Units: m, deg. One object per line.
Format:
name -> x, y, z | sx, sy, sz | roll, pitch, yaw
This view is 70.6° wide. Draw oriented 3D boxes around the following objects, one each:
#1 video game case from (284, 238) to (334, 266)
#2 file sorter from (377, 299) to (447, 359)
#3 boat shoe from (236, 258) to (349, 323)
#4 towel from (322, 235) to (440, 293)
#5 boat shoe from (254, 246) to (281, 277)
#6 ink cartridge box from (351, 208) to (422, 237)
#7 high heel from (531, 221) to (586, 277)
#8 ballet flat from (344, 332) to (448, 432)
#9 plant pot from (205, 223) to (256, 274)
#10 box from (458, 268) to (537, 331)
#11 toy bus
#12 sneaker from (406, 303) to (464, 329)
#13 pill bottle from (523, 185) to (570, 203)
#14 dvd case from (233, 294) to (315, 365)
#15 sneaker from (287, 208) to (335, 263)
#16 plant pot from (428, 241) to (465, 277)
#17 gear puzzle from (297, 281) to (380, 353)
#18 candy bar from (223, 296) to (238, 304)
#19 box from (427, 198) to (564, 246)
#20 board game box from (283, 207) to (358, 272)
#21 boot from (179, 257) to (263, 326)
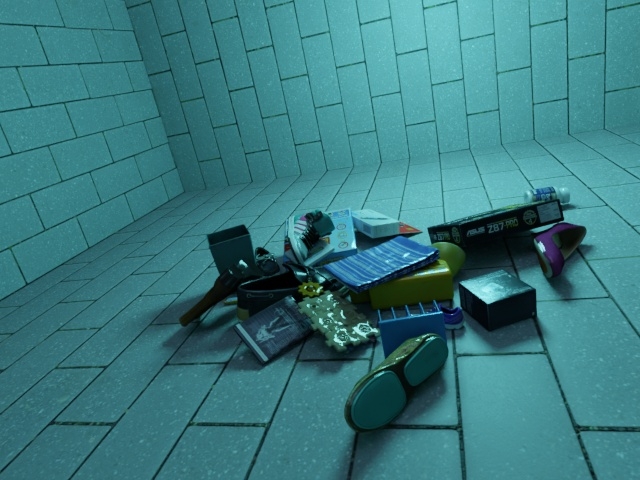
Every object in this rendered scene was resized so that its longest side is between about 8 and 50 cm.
video game case -> -0.045, 0.045, 1.821 | 0.157, 0.019, 0.143 | -33, 41, -22
file sorter -> 0.248, 0.243, 1.244 | 0.170, 0.118, 0.104 | -10, 16, 5
boat shoe -> -0.070, 0.152, 1.613 | 0.499, 0.156, 0.186 | -19, 19, -21
towel -> 0.203, 0.067, 1.525 | 0.335, 0.040, 0.243 | -20, 22, -21
boat shoe -> -0.236, 0.091, 1.973 | 0.095, 0.079, 0.254 | -16, 21, -12
ink cartridge box -> 0.288, -0.089, 2.105 | 0.260, 0.066, 0.296 | -8, 18, -20
high heel -> 0.808, 0.015, 1.494 | 0.181, 0.127, 0.377 | -15, 14, 23
ballet flat -> 0.168, 0.334, 1.077 | 0.348, 0.123, 0.123 | -28, 25, -34
plant pot -> -0.346, 0.082, 1.836 | 0.165, 0.235, 0.165 | -17, 20, -13
box -> 0.513, 0.169, 1.319 | 0.155, 0.093, 0.158 | -16, 22, -9
toy bus -> 0.258, 0.150, 1.497 | 0.332, 0.108, 0.130 | -9, 22, 7
sneaker -> 0.332, 0.218, 1.324 | 0.169, 0.071, 0.068 | -7, 21, 14
pill bottle -> 0.992, -0.186, 1.984 | 0.169, 0.094, 0.094 | -9, 20, 10
dvd case -> -0.136, 0.274, 1.413 | 0.221, 0.018, 0.164 | -27, 51, -30
sneaker -> -0.029, -0.027, 1.800 | 0.178, 0.124, 0.296 | -20, 34, 9
plant pot -> 0.428, 0.085, 1.569 | 0.134, 0.134, 0.095 | 0, 48, 29
gear puzzle -> 0.024, 0.229, 1.404 | 0.175, 0.044, 0.339 | -14, 35, -29
candy bar -> -0.298, 0.226, 1.741 | 0.161, 0.018, 0.040 | -8, 20, 9
box -> 0.654, -0.062, 1.734 | 0.394, 0.097, 0.318 | -15, 0, -7
board game box -> 0.000, 0.000, 1.953 | 0.307, 0.086, 0.302 | -10, 37, 6
boot -> -0.352, 0.197, 1.650 | 0.280, 0.096, 0.264 | -45, -2, 16
